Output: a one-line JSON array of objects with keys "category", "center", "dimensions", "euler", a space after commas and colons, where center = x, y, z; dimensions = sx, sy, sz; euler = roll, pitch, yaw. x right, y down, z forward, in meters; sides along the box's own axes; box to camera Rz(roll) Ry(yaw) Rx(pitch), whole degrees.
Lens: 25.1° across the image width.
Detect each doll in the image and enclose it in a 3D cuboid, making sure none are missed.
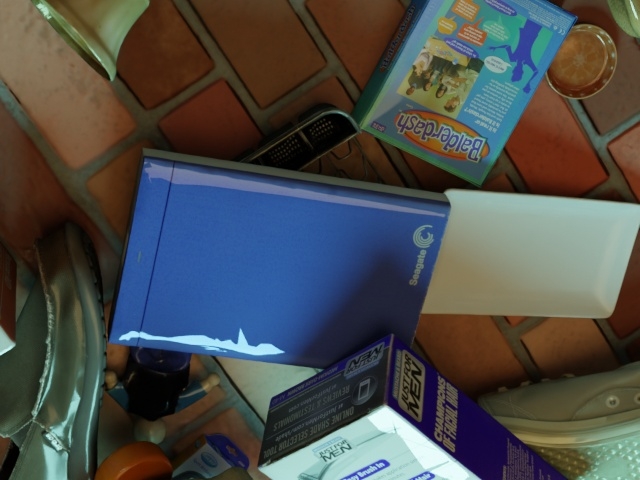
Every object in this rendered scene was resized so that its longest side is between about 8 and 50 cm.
[{"category": "doll", "center": [-0.173, 0.142, 1.578], "dimensions": [0.129, 0.046, 0.189], "euler": [8, 108, -15]}]

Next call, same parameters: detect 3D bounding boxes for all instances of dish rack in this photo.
[{"category": "dish rack", "center": [0.000, 0.000, 1.541], "dimensions": [0.208, 0.074, 0.271], "euler": [-32, 115, 7]}]

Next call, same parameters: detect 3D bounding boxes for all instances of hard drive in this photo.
[{"category": "hard drive", "center": [-0.044, 0.029, 1.485], "dimensions": [0.319, 0.040, 0.210], "euler": [8, 114, -14]}]

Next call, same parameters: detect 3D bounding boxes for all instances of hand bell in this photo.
[{"category": "hand bell", "center": [-0.160, -0.283, 1.403], "dimensions": [0.242, 0.126, 0.126], "euler": [-44, 114, -7]}]

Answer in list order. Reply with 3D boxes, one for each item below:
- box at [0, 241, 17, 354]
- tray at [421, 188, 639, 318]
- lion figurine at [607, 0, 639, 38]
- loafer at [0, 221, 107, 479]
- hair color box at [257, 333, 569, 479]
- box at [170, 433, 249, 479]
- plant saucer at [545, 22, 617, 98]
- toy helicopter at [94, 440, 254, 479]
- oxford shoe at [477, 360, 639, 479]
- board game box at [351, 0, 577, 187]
[{"category": "box", "center": [-0.451, -0.031, 1.357], "dimensions": [0.168, 0.215, 0.345], "euler": [-30, 114, 1]}, {"category": "tray", "center": [0.230, 0.014, 1.601], "dimensions": [0.270, 0.030, 0.145], "euler": [3, 109, -27]}, {"category": "lion figurine", "center": [0.355, -0.276, 1.418], "dimensions": [0.392, 0.142, 0.240], "euler": [-27, 114, -40]}, {"category": "loafer", "center": [-0.294, 0.157, 1.508], "dimensions": [0.130, 0.134, 0.366], "euler": [2, 111, -11]}, {"category": "hair color box", "center": [0.118, 0.262, 1.558], "dimensions": [0.185, 0.110, 0.339], "euler": [-31, 123, 33]}, {"category": "box", "center": [-0.145, 0.284, 1.648], "dimensions": [0.136, 0.028, 0.081], "euler": [-40, 114, 6]}, {"category": "plant saucer", "center": [0.282, -0.196, 1.567], "dimensions": [0.083, 0.013, 0.083], "euler": [-4, 112, -11]}, {"category": "toy helicopter", "center": [-0.108, 0.345, 1.593], "dimensions": [0.355, 0.140, 0.235], "euler": [1, 124, -41]}, {"category": "oxford shoe", "center": [0.265, 0.222, 1.670], "dimensions": [0.449, 0.130, 0.169], "euler": [-11, 134, 7]}, {"category": "board game box", "center": [0.150, -0.183, 1.525], "dimensions": [0.160, 0.047, 0.210], "euler": [25, 103, -20]}]
